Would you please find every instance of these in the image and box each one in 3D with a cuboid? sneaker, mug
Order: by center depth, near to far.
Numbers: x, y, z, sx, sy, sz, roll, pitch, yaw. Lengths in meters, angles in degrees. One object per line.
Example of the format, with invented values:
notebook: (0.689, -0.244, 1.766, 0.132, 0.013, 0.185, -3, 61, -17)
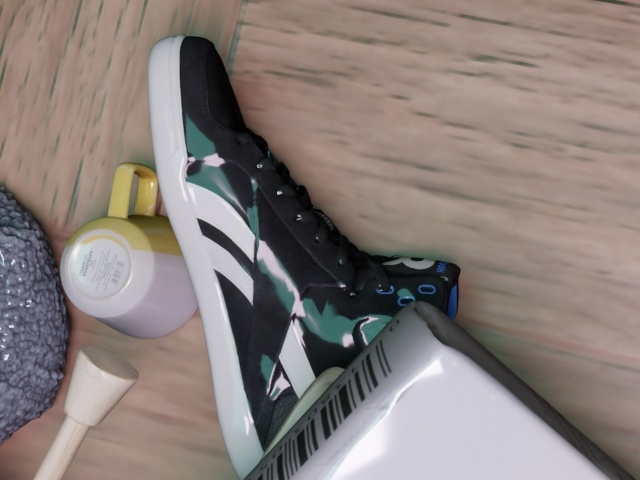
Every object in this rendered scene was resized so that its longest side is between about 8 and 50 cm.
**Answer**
sneaker: (0.000, 0.000, 0.768, 0.121, 0.079, 0.216, -13, 93, 9)
mug: (-0.098, 0.008, 0.796, 0.062, 0.064, 0.078, -28, 78, 11)

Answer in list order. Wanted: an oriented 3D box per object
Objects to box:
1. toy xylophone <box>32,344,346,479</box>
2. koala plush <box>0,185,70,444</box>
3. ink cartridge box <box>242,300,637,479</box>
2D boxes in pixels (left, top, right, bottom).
toy xylophone: (-0.042, 0.187, 0.715, 0.236, 0.081, 0.322, 22, 100, -6)
koala plush: (-0.239, 0.028, 0.749, 0.203, 0.221, 0.196, 16, 88, 15)
ink cartridge box: (0.078, 0.260, 0.645, 0.385, 0.091, 0.308, 41, 96, -8)
